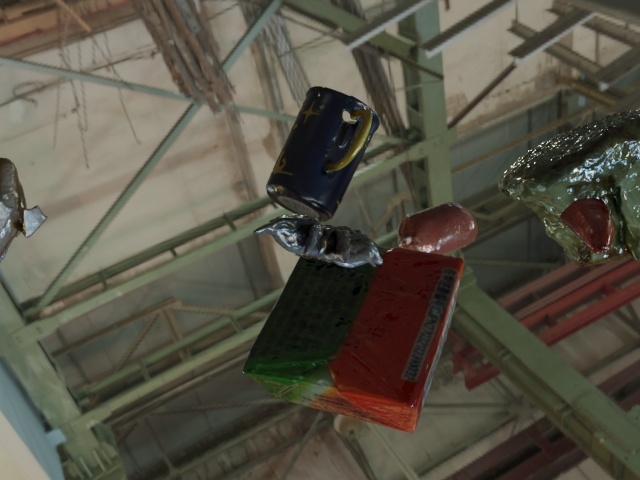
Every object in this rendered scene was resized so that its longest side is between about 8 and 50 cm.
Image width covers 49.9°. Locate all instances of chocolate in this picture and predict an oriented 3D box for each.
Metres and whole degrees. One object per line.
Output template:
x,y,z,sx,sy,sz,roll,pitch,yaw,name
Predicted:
0.078,0.181,1.358,0.341,0.161,0.360,9,-130,23,chocolate

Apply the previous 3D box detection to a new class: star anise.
0.000,0.000,1.017,0.204,0.061,0.180,13,176,-8,star anise

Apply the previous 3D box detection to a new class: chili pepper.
0.495,-0.019,1.252,0.088,0.065,0.169,-24,-161,18,chili pepper

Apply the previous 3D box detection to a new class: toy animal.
-0.494,-0.034,1.025,0.179,0.188,0.089,24,-171,41,toy animal

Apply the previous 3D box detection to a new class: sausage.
0.302,-0.024,1.813,0.254,0.148,0.148,-23,-144,-38,sausage

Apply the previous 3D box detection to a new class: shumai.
0.632,-0.099,1.565,0.397,0.323,0.324,-27,-171,-12,shumai

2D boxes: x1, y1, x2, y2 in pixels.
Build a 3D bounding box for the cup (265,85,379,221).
0.001,-0.194,1.482,0.178,0.255,0.256,23,-102,5,cup
